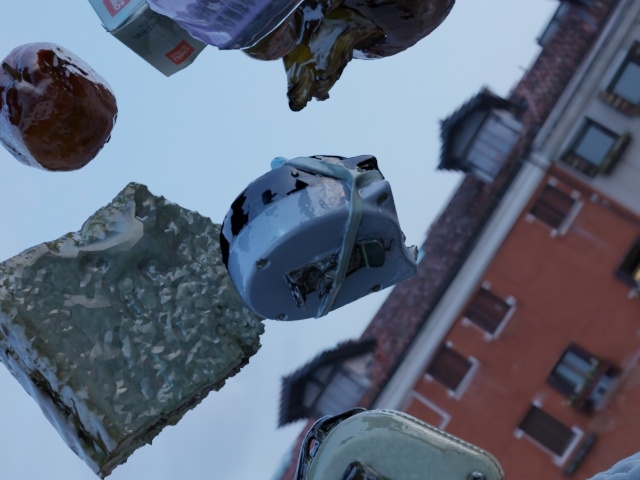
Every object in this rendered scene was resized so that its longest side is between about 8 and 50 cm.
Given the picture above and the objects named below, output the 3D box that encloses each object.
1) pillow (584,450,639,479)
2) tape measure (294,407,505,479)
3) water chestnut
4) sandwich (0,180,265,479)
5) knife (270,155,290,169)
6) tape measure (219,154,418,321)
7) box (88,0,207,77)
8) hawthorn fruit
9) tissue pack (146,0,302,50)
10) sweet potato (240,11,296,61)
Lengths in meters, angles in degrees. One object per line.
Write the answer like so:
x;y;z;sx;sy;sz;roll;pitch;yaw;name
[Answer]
0.428;0.320;1.525;0.228;0.101;0.326;-36;-19;35;pillow
0.062;0.331;1.337;0.271;0.231;0.133;-68;-14;0;tape measure
0.010;-0.327;1.446;0.335;0.335;0.347;59;-128;-68;water chestnut
-0.212;0.082;1.382;0.325;0.262;0.131;-36;-7;-36;sandwich
0.012;-0.041;1.711;0.031;0.222;0.064;-51;5;-27;knife
-0.004;0.002;1.155;0.181;0.107;0.182;-29;-32;0;tape measure
-0.245;-0.328;1.425;0.079;0.269;0.135;-39;-27;9;box
-0.351;-0.167;1.517;0.173;0.173;0.179;-59;7;9;hawthorn fruit
0.047;-0.246;0.489;0.259;0.122;0.361;-60;16;-23;tissue pack
-0.043;-0.197;0.931;0.281;0.059;0.067;114;-179;-74;sweet potato
